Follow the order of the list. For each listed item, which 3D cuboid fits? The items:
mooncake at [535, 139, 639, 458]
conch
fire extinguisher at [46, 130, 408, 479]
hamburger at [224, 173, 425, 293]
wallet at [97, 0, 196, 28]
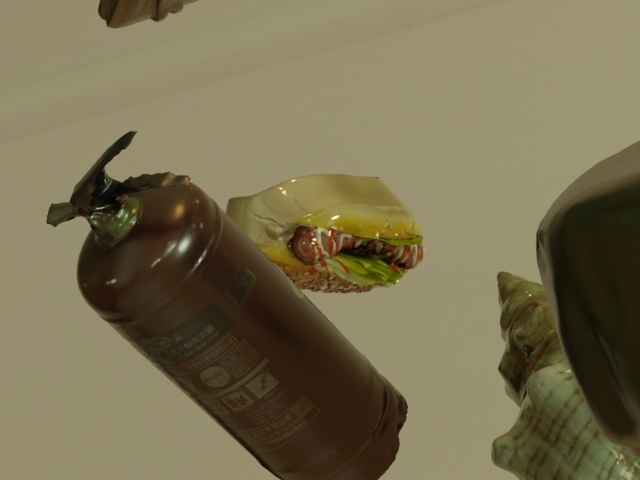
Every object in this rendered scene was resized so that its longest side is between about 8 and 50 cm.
[{"bbox_3d":[0.309,-0.001,0.983,0.194,0.356,0.356,66,22,-1],"label":"mooncake"},{"bbox_3d":[0.231,0.175,1.413,0.203,0.169,0.386,114,-28,-43],"label":"conch"},{"bbox_3d":[-0.066,0.052,1.167,0.337,0.135,0.114,46,41,-31],"label":"fire extinguisher"},{"bbox_3d":[0.000,0.000,1.618,0.210,0.173,0.116,2,77,-50],"label":"hamburger"},{"bbox_3d":[-0.129,-0.250,1.515,0.152,0.118,0.039,-28,73,-33],"label":"wallet"}]
